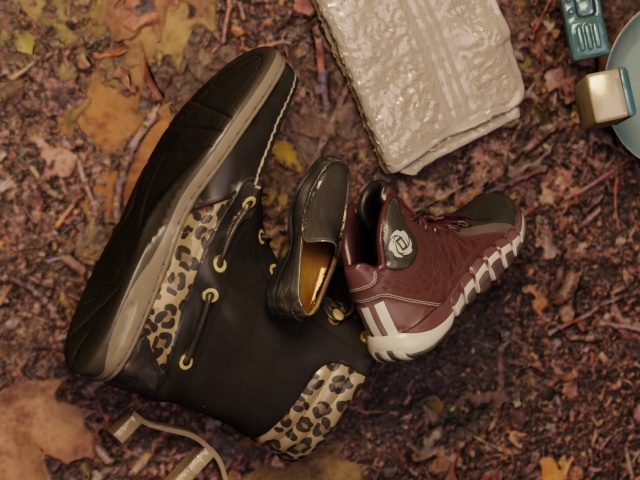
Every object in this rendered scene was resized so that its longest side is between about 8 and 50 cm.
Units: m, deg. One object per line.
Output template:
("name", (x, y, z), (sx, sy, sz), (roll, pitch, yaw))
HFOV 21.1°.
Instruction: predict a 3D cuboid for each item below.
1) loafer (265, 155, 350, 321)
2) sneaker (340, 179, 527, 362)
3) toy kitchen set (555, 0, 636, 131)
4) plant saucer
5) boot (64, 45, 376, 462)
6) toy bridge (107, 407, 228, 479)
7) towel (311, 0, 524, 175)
("loafer", (0.000, 0.000, 1.683), (0.062, 0.061, 0.170), (15, 87, -29))
("sneaker", (0.111, -0.013, 1.777), (0.281, 0.106, 0.162), (-49, 118, -45))
("toy kitchen set", (0.344, -0.237, 1.834), (0.166, 0.122, 0.207), (-12, 90, 2))
("plant saucer", (0.398, -0.179, 1.948), (0.195, 0.037, 0.195), (-3, 100, -19))
("boot", (-0.059, 0.023, 1.761), (0.284, 0.138, 0.377), (32, 78, -26))
("toy bridge", (-0.138, 0.241, 1.822), (0.063, 0.026, 0.188), (-47, 110, -9))
("towel", (0.099, -0.224, 1.827), (0.187, 0.049, 0.282), (-29, 106, -14))
